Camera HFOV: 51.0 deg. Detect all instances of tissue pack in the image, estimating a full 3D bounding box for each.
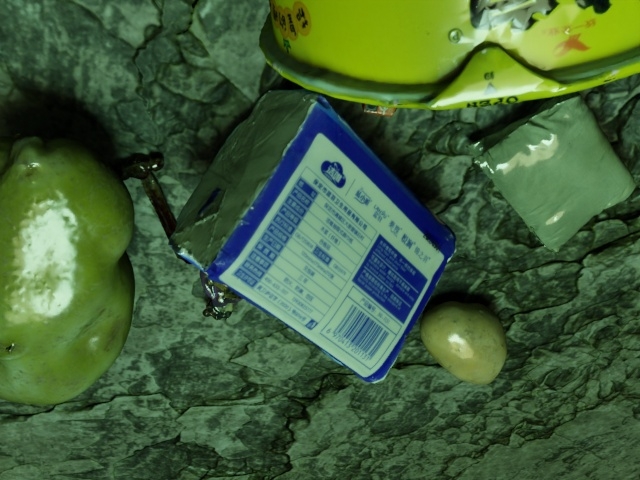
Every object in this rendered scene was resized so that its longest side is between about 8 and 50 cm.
[{"bbox_3d":[0.000,0.000,0.715,0.269,0.209,0.137,38,165,-37],"label":"tissue pack"}]

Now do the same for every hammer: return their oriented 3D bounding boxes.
[{"bbox_3d":[-0.189,-0.031,0.794,0.065,0.021,0.178,-10,139,5],"label":"hammer"}]

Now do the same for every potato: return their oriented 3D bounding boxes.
[{"bbox_3d":[0.208,0.142,0.958,0.112,0.112,0.147,-35,122,27],"label":"potato"},{"bbox_3d":[-0.301,0.029,0.715,0.202,0.218,0.351,-25,147,-41],"label":"potato"}]

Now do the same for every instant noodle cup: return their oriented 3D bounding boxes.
[{"bbox_3d":[0.090,-0.264,0.391,0.325,0.326,0.254,-11,127,5],"label":"instant noodle cup"}]

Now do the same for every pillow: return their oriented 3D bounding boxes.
[{"bbox_3d":[0.260,-0.079,0.751,0.134,0.078,0.181,-34,127,22],"label":"pillow"}]

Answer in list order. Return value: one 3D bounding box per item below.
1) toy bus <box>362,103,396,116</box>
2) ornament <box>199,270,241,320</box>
[{"bbox_3d":[0.067,-0.175,0.663,0.043,0.031,0.110,6,136,-3],"label":"toy bus"},{"bbox_3d":[-0.107,0.040,0.844,0.081,0.088,0.203,-17,154,-23],"label":"ornament"}]
